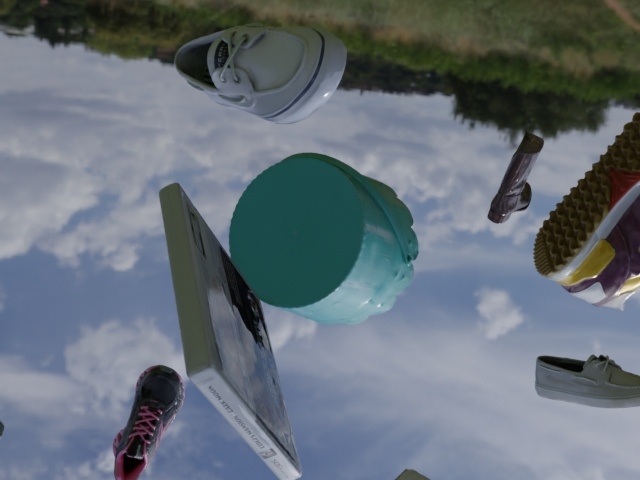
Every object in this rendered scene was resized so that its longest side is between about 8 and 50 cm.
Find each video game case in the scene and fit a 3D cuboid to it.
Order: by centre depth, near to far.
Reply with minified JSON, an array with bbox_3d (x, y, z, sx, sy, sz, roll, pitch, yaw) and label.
[{"bbox_3d":[-0.072,0.073,0.700,0.022,0.173,0.190,-24,-134,5],"label":"video game case"}]

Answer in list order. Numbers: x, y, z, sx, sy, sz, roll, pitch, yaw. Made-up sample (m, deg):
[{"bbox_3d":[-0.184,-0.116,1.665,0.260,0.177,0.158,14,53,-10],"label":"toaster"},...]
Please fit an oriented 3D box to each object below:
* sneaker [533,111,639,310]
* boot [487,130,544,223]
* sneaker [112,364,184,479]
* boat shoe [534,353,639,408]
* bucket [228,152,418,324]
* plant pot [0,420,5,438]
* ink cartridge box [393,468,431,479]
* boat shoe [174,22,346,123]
[{"bbox_3d":[0.224,-0.031,0.564,0.084,0.185,0.069,27,-146,-21],"label":"sneaker"},{"bbox_3d":[0.243,-0.085,1.050,0.037,0.114,0.106,27,-142,17],"label":"boot"},{"bbox_3d":[-0.155,0.167,0.788,0.047,0.119,0.057,20,-160,-7],"label":"sneaker"},{"bbox_3d":[0.378,0.187,1.217,0.066,0.063,0.184,-16,-170,-38],"label":"boat shoe"},{"bbox_3d":[0.000,0.000,1.431,0.281,0.281,0.183,17,178,29],"label":"bucket"},{"bbox_3d":[-0.389,0.099,0.540,0.247,0.252,0.248,-40,-171,-28],"label":"plant pot"},{"bbox_3d":[0.120,0.330,0.962,0.056,0.135,0.099,-34,-143,-32],"label":"ink cartridge box"},{"bbox_3d":[-0.065,-0.149,0.785,0.076,0.083,0.226,17,173,-31],"label":"boat shoe"}]
